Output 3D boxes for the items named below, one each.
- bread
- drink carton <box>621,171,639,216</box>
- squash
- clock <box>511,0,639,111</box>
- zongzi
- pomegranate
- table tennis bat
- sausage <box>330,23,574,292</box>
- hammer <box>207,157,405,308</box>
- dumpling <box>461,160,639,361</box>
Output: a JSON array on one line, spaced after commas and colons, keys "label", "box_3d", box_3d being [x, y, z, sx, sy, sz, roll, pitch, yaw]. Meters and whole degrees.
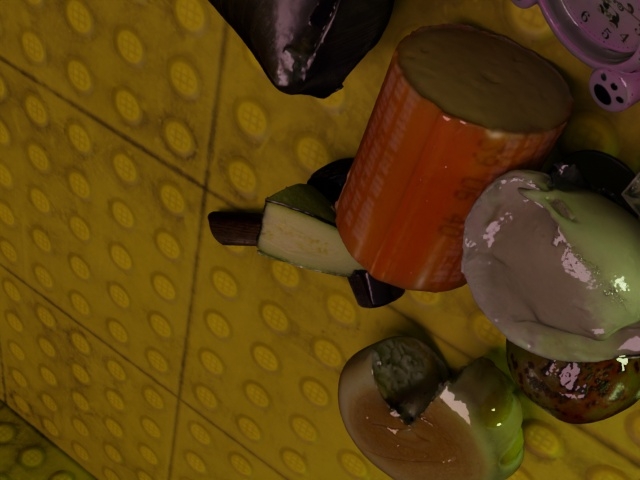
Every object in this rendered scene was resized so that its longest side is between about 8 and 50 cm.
[{"label": "bread", "box_3d": [0.187, 0.289, 1.419, 0.333, 0.160, 0.333, 24, 133, 28]}, {"label": "drink carton", "box_3d": [0.491, -0.095, 0.868, 0.194, 0.132, 0.324, 60, 143, 28]}, {"label": "squash", "box_3d": [0.004, -0.022, 1.281, 0.184, 0.085, 0.192, 19, 155, -2]}, {"label": "clock", "box_3d": [0.307, -0.274, 0.886, 0.227, 0.090, 0.248, 54, 169, 12]}, {"label": "zongzi", "box_3d": [-0.015, -0.457, 1.070, 0.403, 0.208, 0.432, 48, 119, 19]}, {"label": "pomegranate", "box_3d": [0.378, 0.143, 1.155, 0.246, 0.198, 0.198, -25, 104, 11]}, {"label": "table tennis bat", "box_3d": [0.342, -0.028, 1.167, 0.131, 0.022, 0.234, 40, 135, 9]}, {"label": "sausage", "box_3d": [0.163, -0.105, 1.108, 0.233, 0.233, 0.287, 36, 138, 14]}, {"label": "hammer", "box_3d": [-0.053, -0.011, 1.461, 0.409, 0.095, 0.242, 1, 120, 42]}, {"label": "dumpling", "box_3d": [0.300, 0.028, 1.020, 0.293, 0.163, 0.204, 40, 156, -7]}]
